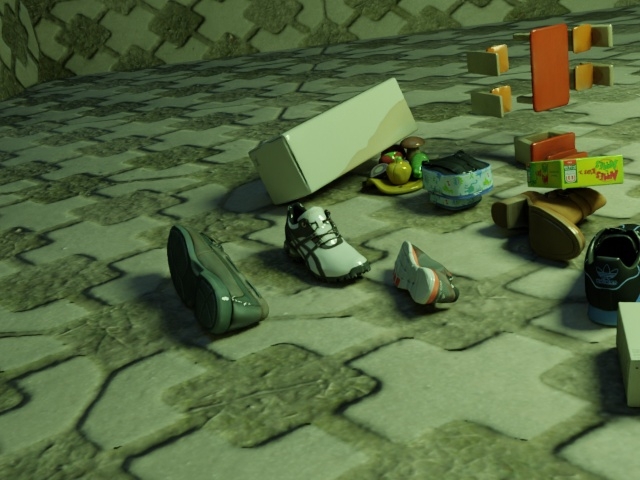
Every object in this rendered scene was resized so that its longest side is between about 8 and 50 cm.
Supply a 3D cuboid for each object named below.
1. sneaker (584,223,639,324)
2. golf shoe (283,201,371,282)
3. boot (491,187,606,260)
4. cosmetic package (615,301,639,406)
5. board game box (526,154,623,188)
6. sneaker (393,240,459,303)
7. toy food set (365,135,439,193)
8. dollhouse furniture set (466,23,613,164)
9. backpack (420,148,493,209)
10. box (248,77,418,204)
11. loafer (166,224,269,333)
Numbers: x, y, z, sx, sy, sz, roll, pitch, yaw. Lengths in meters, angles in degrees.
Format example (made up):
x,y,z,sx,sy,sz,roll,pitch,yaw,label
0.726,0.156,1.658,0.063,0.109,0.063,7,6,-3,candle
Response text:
x,y,z,sx,sy,sz,roll,pitch,yaw,label
0.393,0.016,0.926,0.081,0.091,0.232,4,27,27,sneaker
0.000,0.000,1.100,0.077,0.094,0.198,-22,29,-30,golf shoe
0.374,-0.039,1.084,0.152,0.073,0.197,-13,26,-18,boot
0.340,0.118,0.755,0.041,0.060,0.115,0,27,16,cosmetic package
0.397,-0.108,1.133,0.092,0.043,0.181,-5,5,1,board game box
0.148,0.051,1.000,0.064,0.061,0.158,14,20,-16,sneaker
0.162,-0.163,1.432,0.128,0.071,0.218,-1,25,18,toy food set
0.431,-0.268,1.340,0.261,0.259,0.135,-17,22,-17,dollhouse furniture set
0.243,-0.103,1.251,0.104,0.084,0.114,-18,20,-19,backpack
0.028,-0.198,1.416,0.311,0.121,0.148,-33,11,-31,box
-0.159,0.057,1.059,0.084,0.096,0.267,2,24,-28,loafer
